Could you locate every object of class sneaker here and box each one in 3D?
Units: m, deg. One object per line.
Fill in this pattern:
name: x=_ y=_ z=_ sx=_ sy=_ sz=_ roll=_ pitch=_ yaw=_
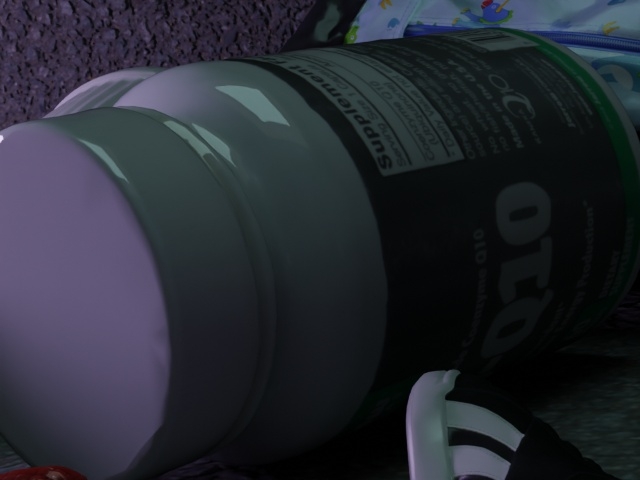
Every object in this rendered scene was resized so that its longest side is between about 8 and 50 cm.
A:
sneaker: x=0.090 y=0.099 z=0.482 sx=0.121 sy=0.079 sz=0.217 roll=-4 pitch=16 yaw=4

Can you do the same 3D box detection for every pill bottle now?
pill bottle: x=0.000 y=0.000 z=0.803 sx=0.204 sy=0.204 sz=0.361 roll=0 pitch=10 yaw=44

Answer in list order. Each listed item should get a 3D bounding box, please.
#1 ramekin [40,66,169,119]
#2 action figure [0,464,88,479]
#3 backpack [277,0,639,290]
ramekin: x=-0.129 y=-0.006 z=1.023 sx=0.207 sy=0.207 sz=0.109 roll=-4 pitch=17 yaw=26
action figure: x=-0.097 y=0.120 z=0.419 sx=0.139 sy=0.091 sz=0.280 roll=-15 pitch=9 yaw=-8
backpack: x=0.199 y=-0.081 z=1.036 sx=0.355 sy=0.290 sz=0.273 roll=20 pitch=69 yaw=47
